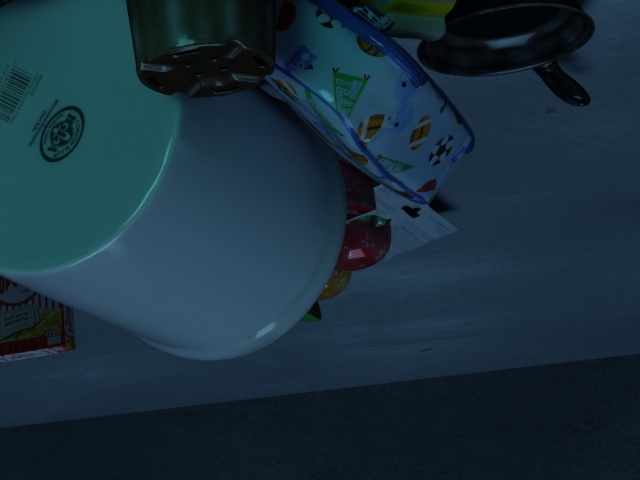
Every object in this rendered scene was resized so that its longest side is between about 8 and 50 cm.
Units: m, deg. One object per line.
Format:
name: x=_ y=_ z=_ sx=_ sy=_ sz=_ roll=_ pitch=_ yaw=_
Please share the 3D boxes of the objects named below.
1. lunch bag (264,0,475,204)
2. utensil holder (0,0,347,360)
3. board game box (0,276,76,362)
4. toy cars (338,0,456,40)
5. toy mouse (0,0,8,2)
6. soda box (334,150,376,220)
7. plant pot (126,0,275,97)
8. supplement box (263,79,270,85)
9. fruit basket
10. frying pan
lunch bag: x=0.019 y=-0.166 z=1.563 sx=0.115 sy=0.243 sz=0.303 roll=-49 pitch=151 yaw=-2
utensil holder: x=-0.190 y=-0.063 z=1.658 sx=0.327 sy=0.328 sz=0.385 roll=-12 pitch=162 yaw=20
board game box: x=-0.443 y=0.079 z=2.294 sx=0.146 sy=0.194 sz=0.045 roll=-11 pitch=163 yaw=15
toy cars: x=0.183 y=-0.265 z=1.501 sx=0.393 sy=0.087 sz=0.176 roll=-13 pitch=163 yaw=24
toy mouse: x=-0.327 y=-0.258 z=1.452 sx=0.161 sy=0.031 sz=0.143 roll=4 pitch=161 yaw=-30
soda box: x=-0.046 y=-0.089 z=2.028 sx=0.263 sy=0.092 sz=0.083 roll=11 pitch=156 yaw=-44
plant pot: x=-0.109 y=-0.227 z=1.395 sx=0.167 sy=0.165 sz=0.167 roll=-5 pitch=165 yaw=-1
supplement box: x=-0.028 y=-0.196 z=1.760 sx=0.062 sy=0.036 sz=0.098 roll=-12 pitch=163 yaw=24
fruit basket: x=0.000 y=0.000 z=2.328 sx=0.353 sy=0.165 sz=0.327 roll=-27 pitch=159 yaw=15
frying pan: x=0.253 y=-0.225 z=1.735 sx=0.326 sy=0.053 sz=0.197 roll=5 pitch=161 yaw=-38
